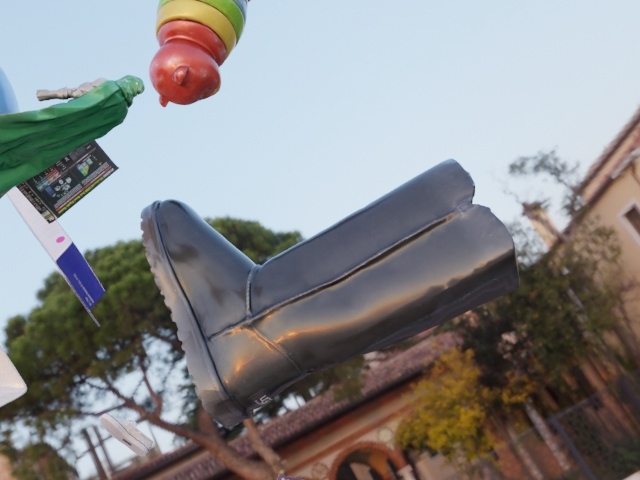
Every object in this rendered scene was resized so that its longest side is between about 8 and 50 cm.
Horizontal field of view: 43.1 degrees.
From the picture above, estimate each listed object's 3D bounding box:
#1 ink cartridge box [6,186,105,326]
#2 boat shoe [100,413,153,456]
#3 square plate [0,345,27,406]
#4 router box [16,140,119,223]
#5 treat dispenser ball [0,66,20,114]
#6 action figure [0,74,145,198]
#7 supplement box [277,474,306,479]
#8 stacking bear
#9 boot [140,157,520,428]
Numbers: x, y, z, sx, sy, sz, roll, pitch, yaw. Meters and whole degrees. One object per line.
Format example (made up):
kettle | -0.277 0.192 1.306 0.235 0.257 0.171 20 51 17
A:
ink cartridge box | -0.583 0.024 1.820 0.069 0.371 0.175 -33 -42 -15
boat shoe | -0.322 0.317 1.355 0.035 0.100 0.035 -40 13 44
square plate | -0.727 0.192 1.355 0.049 0.347 0.344 -37 -5 39
router box | -0.350 -0.095 1.101 0.038 0.092 0.122 -18 25 52
treat dispenser ball | -0.583 -0.170 1.162 0.288 0.288 0.288 -27 -20 -10
action figure | -0.320 -0.144 0.993 0.232 0.063 0.137 -29 -26 -17
supplement box | 0.024 0.550 1.616 0.240 0.073 0.130 10 -43 6
stacking bear | -0.208 -0.356 1.394 0.164 0.288 0.175 28 -33 -25
boot | 0.001 0.002 1.130 0.445 0.367 0.146 -29 -26 7
